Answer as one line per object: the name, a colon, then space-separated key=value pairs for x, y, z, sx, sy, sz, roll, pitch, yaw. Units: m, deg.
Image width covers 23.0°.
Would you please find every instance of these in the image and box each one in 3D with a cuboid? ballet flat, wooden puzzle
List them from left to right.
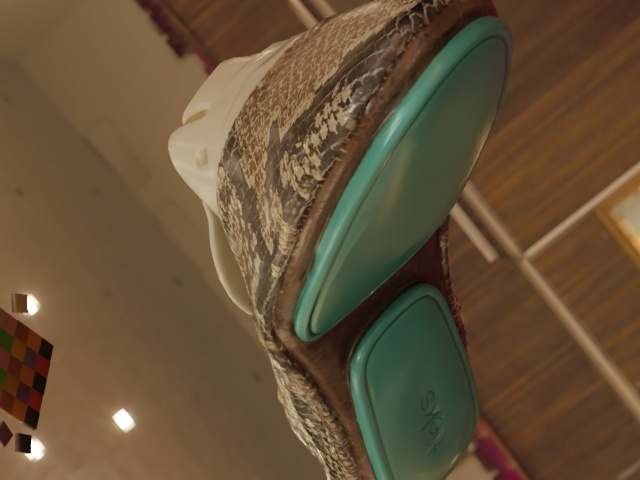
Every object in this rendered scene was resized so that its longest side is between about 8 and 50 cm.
wooden puzzle: x=-0.157 y=0.065 z=0.799 sx=0.049 sy=0.006 sz=0.083 roll=44 pitch=-137 yaw=-45
ballet flat: x=0.000 y=0.000 z=0.903 sx=0.182 sy=0.164 sz=0.483 roll=37 pitch=157 yaw=23
